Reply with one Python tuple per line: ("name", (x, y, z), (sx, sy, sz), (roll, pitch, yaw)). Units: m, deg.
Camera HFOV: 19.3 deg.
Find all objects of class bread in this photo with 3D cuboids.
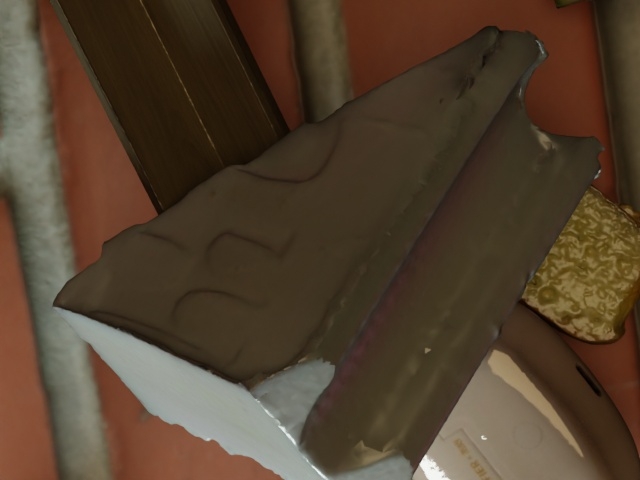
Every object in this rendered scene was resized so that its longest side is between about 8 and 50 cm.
("bread", (0.150, -0.008, 1.299), (0.187, 0.065, 0.103), (41, 100, 1))

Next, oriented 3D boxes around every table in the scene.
("table", (-0.110, -0.141, 1.267), (0.167, 0.167, 0.226), (-25, 101, 4))

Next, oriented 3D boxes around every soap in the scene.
("soap", (0.000, 0.000, 1.239), (0.302, 0.258, 0.159), (-55, 128, -15))

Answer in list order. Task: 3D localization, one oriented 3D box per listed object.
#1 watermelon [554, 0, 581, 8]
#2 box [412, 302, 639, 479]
("watermelon", (0.245, -0.232, 1.240), (0.145, 0.193, 0.137), (-30, 63, -32))
("box", (0.126, 0.131, 1.281), (0.146, 0.088, 0.200), (-37, 93, 29))
